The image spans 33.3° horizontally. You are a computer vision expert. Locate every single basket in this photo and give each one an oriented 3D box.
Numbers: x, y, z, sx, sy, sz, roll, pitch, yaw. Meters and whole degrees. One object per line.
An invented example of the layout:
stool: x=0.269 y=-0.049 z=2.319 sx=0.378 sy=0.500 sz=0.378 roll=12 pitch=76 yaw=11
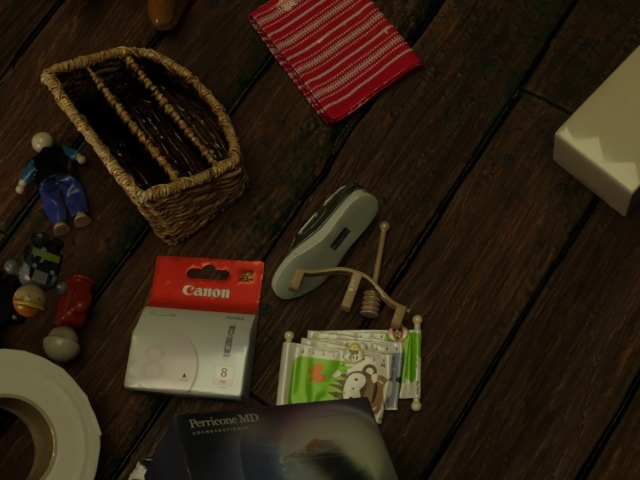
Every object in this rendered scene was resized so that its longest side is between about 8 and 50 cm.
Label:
basket: x=-0.260 y=-0.182 z=1.718 sx=0.213 sy=0.223 sz=0.299 roll=-37 pitch=69 yaw=-6

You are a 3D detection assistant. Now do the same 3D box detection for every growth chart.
growth chart: x=0.045 y=0.208 z=1.645 sx=0.237 sy=0.021 sz=0.172 roll=-5 pitch=71 yaw=6

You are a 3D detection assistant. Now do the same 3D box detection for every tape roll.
tape roll: x=-0.469 y=0.303 z=1.556 sx=0.286 sy=0.100 sz=0.286 roll=11 pitch=68 yaw=-30

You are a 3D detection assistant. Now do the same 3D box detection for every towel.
towel: x=0.023 y=-0.344 z=1.842 sx=0.199 sy=0.031 sz=0.275 roll=-34 pitch=69 yaw=-6

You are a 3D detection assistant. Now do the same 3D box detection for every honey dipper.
honey dipper: x=0.092 y=0.044 z=1.695 sx=0.030 sy=0.030 sz=0.160 roll=8 pitch=68 yaw=10

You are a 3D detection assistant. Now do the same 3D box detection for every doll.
doll: x=-0.451 y=-0.103 z=1.808 sx=0.129 sy=0.046 sz=0.189 roll=-22 pitch=69 yaw=-2

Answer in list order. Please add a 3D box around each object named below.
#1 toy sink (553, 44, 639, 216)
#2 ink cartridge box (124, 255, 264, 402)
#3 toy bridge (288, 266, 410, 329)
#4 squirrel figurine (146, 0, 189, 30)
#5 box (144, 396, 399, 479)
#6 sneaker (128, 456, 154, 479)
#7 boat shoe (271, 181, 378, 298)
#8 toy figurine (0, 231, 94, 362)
toy sink: x=0.498 y=-0.180 z=1.668 sx=0.153 sy=0.131 sz=0.234 roll=42 pitch=85 yaw=19
ink cartridge box: x=-0.196 y=0.132 z=1.687 sx=0.189 sy=0.066 sz=0.232 roll=3 pitch=75 yaw=9
toy bridge: x=0.049 y=0.078 z=1.648 sx=0.188 sy=0.026 sz=0.063 roll=19 pitch=68 yaw=4
squirrel figurine: x=-0.393 y=-0.606 z=1.903 sx=0.370 sy=0.281 sz=0.397 roll=9 pitch=57 yaw=21
box: x=-0.046 y=0.381 z=1.415 sx=0.296 sy=0.183 sz=0.294 roll=-1 pitch=50 yaw=-28
sneaker: x=-0.160 y=0.413 z=1.572 sx=0.275 sy=0.107 sz=0.110 roll=22 pitch=99 yaw=14
boat shoe: x=0.000 y=0.000 z=1.704 sx=0.219 sy=0.078 sz=0.070 roll=-46 pitch=38 yaw=-1
toy figurine: x=-0.473 y=0.091 z=1.653 sx=0.213 sy=0.209 sz=0.148 roll=4 pitch=60 yaw=10
